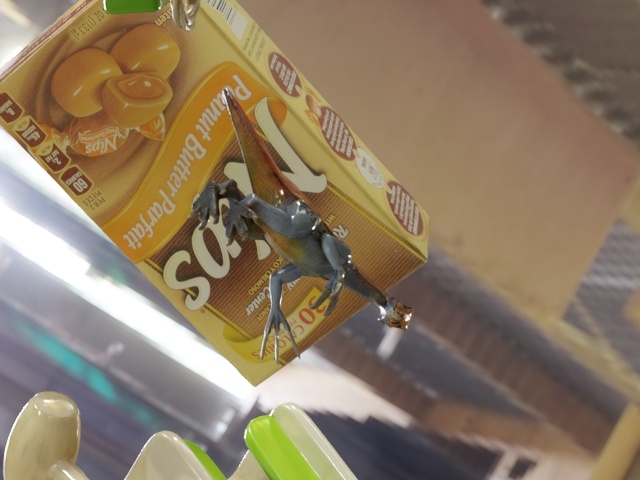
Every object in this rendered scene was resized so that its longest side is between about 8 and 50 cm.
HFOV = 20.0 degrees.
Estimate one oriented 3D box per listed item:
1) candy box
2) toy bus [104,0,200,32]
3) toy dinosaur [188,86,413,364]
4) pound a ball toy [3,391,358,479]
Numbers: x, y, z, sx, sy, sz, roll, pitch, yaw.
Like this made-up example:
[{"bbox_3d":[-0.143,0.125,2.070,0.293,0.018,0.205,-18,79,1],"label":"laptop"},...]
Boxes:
[{"bbox_3d":[-0.084,-0.060,1.400,0.316,0.183,0.087,48,21,-14],"label":"candy box"},{"bbox_3d":[-0.045,-0.207,0.913,0.104,0.190,0.202,-1,3,11],"label":"toy bus"},{"bbox_3d":[0.000,0.000,0.632,0.082,0.090,0.047,15,-6,-36],"label":"toy dinosaur"},{"bbox_3d":[-0.058,0.239,1.184,0.208,0.135,0.319,-9,48,-45],"label":"pound a ball toy"}]
